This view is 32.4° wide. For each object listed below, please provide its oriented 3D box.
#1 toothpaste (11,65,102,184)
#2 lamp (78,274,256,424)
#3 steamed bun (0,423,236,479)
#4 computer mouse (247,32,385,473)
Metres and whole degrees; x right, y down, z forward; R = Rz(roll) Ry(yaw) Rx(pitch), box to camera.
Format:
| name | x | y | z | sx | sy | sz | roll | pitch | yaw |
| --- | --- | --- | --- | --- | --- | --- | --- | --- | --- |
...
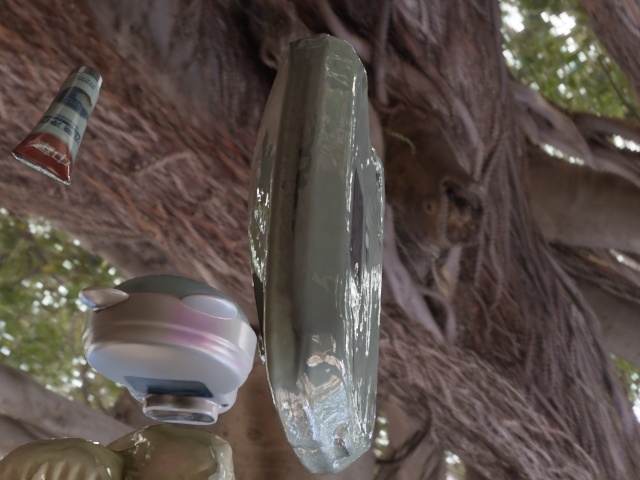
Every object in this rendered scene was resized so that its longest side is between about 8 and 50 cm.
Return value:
| name | x | y | z | sx | sy | sz | roll | pitch | yaw |
| --- | --- | --- | --- | --- | --- | --- | --- | --- | --- |
| toothpaste | -0.265 | -0.123 | 1.142 | 0.039 | 0.062 | 0.239 | -51 | -162 | 24 |
| lamp | -0.154 | 0.110 | 1.172 | 0.179 | 0.246 | 0.108 | 7 | -122 | 10 |
| steamed bun | -0.179 | 0.352 | 1.055 | 0.352 | 0.247 | 0.339 | -14 | -104 | -4 |
| computer mouse | -0.006 | 0.001 | 0.785 | 0.095 | 0.197 | 0.331 | -5 | -129 | 13 |
